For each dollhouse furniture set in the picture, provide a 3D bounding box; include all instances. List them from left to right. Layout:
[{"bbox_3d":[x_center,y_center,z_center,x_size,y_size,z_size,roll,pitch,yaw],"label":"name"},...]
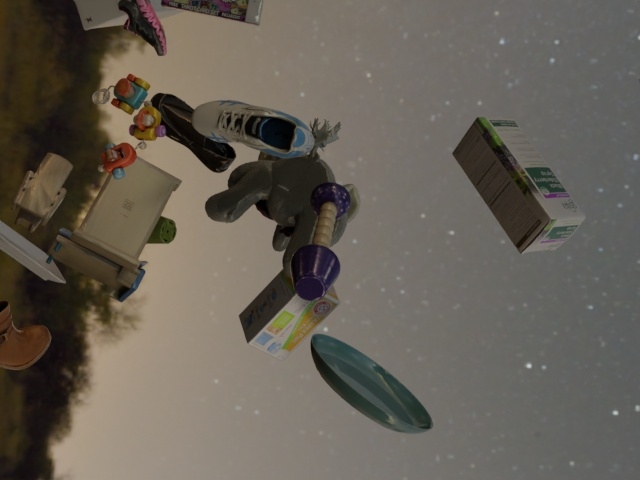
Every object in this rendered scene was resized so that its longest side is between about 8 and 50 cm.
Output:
[{"bbox_3d":[-0.460,-0.046,1.838,0.303,0.286,0.198,-35,-151,61],"label":"dollhouse furniture set"}]

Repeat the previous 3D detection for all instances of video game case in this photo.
[{"bbox_3d":[-0.235,-0.619,2.086,0.042,0.232,0.210,-111,-147,-83],"label":"video game case"}]

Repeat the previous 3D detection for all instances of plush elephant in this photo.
[{"bbox_3d":[-0.053,-0.081,1.937,0.330,0.271,0.255,-59,170,-13],"label":"plush elephant"}]

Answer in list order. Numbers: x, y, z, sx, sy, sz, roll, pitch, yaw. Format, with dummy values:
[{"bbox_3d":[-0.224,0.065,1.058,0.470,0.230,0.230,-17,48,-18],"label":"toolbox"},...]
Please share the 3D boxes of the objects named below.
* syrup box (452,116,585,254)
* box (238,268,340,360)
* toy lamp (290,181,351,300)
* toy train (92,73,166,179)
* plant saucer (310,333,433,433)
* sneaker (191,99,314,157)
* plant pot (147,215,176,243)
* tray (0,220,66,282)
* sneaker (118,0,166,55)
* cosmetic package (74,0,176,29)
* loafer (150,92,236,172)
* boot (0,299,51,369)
[{"bbox_3d":[0.335,-0.096,1.550,0.237,0.093,0.096,61,-42,29],"label":"syrup box"},{"bbox_3d":[-0.070,0.154,2.044,0.203,0.114,0.103,-47,-144,17],"label":"box"},{"bbox_3d":[0.000,0.000,1.434,0.275,0.080,0.080,-80,-174,-59],"label":"toy lamp"},{"bbox_3d":[-0.311,-0.186,1.414,0.046,0.125,0.166,43,27,-67],"label":"toy train"},{"bbox_3d":[0.100,0.311,1.929,0.044,0.317,0.317,-55,-158,9],"label":"plant saucer"},{"bbox_3d":[-0.125,-0.204,1.605,0.086,0.237,0.085,32,74,-71],"label":"sneaker"},{"bbox_3d":[-0.338,-0.024,1.854,0.083,0.079,0.083,-26,121,-56],"label":"plant pot"},{"bbox_3d":[-0.662,0.000,1.920,0.030,0.270,0.145,-47,-142,-2],"label":"tray"},{"bbox_3d":[-0.290,-0.349,1.480,0.047,0.057,0.119,-107,175,-50],"label":"sneaker"},{"bbox_3d":[-0.510,-0.691,2.454,0.365,0.155,0.197,-42,119,-64],"label":"cosmetic package"},{"bbox_3d":[-0.252,-0.229,1.863,0.078,0.220,0.080,-15,-135,49],"label":"loafer"},{"bbox_3d":[-0.545,0.158,1.572,0.073,0.197,0.152,33,-52,22],"label":"boot"}]
